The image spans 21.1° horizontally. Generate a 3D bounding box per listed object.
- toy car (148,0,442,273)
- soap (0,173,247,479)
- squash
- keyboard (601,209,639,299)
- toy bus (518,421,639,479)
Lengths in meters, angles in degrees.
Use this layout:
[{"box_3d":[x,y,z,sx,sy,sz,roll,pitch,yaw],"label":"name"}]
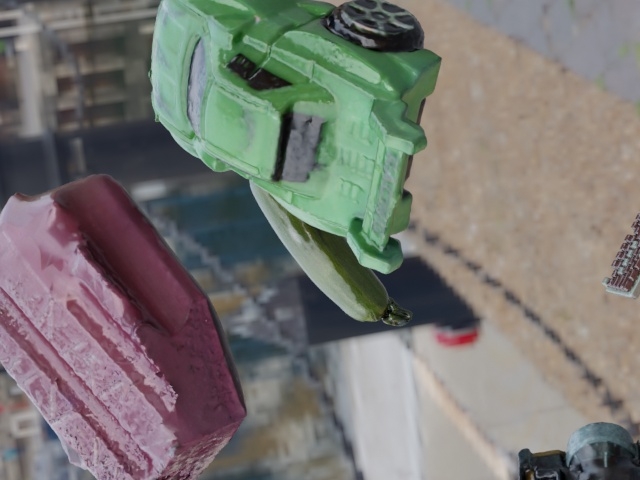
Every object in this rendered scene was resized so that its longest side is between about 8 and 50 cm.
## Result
[{"box_3d":[-0.025,-0.127,1.633,0.358,0.176,0.213,28,126,24],"label":"toy car"},{"box_3d":[-0.217,0.096,1.743,0.325,0.127,0.220,48,127,14],"label":"soap"},{"box_3d":[-0.001,0.002,2.228,0.318,0.080,0.071,49,143,-7],"label":"squash"},{"box_3d":[0.254,-0.035,1.257,0.166,0.017,0.055,-63,8,-2],"label":"keyboard"},{"box_3d":[0.339,0.255,1.428,0.162,0.323,0.194,-84,-20,-51],"label":"toy bus"}]
